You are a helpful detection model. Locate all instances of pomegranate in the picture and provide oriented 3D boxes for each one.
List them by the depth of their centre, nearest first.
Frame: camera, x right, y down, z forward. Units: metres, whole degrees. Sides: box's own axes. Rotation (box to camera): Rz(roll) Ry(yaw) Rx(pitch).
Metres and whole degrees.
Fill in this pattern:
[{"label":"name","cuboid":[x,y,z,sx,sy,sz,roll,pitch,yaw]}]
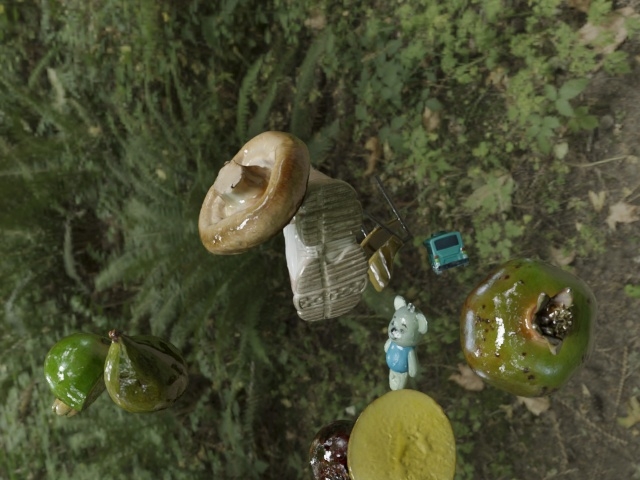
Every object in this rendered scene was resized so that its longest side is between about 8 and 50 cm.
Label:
[{"label":"pomegranate","cuboid":[0.441,0.167,1.383,0.323,0.290,0.291,-31,74,62]},{"label":"pomegranate","cuboid":[-0.607,0.327,1.745,0.159,0.190,0.241,32,142,3]}]

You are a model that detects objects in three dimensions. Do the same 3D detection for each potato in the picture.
[{"label":"potato","cuboid":[0.120,0.363,1.151,0.158,0.178,0.204,112,154,-65]}]

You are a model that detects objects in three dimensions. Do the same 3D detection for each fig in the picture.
[{"label":"fig","cuboid":[-0.290,0.191,1.131,0.127,0.132,0.185,-79,-16,-63]}]

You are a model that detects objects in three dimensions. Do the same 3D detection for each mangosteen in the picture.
[{"label":"mangosteen","cuboid":[0.092,0.631,2.055,0.235,0.261,0.236,9,113,22]}]

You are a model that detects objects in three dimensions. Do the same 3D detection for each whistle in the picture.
[{"label":"whistle","cuboid":[0.177,0.236,1.506,0.114,0.077,0.236,40,133,44]}]

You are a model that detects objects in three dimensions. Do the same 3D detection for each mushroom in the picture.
[{"label":"mushroom","cuboid":[-0.126,-0.090,1.313,0.278,0.146,0.278,-33,36,28]}]

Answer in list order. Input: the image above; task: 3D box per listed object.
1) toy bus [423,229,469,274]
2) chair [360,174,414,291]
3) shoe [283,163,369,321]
[{"label":"toy bus","cuboid":[0.287,0.023,1.592,0.160,0.079,0.092,3,-110,-86]},{"label":"chair","cuboid":[0.138,-0.006,1.760,0.247,0.172,0.159,49,141,16]},{"label":"shoe","cuboid":[0.003,0.000,1.520,0.198,0.171,0.351,-123,32,-55]}]
